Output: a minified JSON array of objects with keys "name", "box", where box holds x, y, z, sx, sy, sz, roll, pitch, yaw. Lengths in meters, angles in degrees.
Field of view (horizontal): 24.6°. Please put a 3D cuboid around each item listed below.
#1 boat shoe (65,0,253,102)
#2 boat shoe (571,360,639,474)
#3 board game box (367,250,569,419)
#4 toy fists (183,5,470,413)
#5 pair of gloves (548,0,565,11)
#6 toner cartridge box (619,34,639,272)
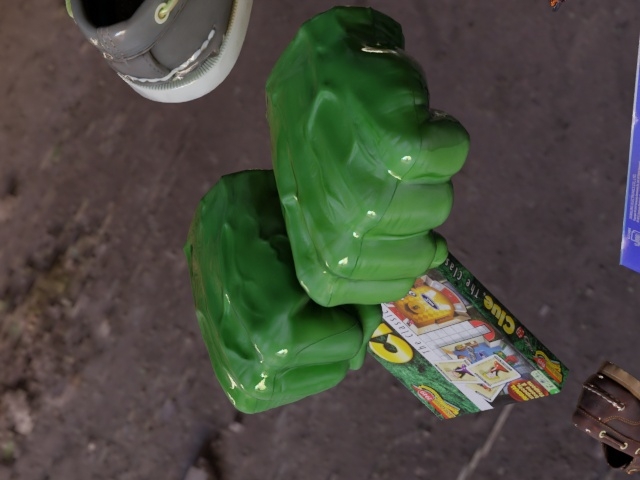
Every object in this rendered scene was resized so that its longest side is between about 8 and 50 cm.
[{"name":"boat shoe","box":[-0.080,-0.235,0.826,0.109,0.091,0.305,2,79,20]},{"name":"boat shoe","box":[0.292,0.183,1.397,0.073,0.207,0.073,26,80,42]},{"name":"board game box","box":[0.064,0.046,1.160,0.136,0.259,0.030,-20,34,48]},{"name":"toy fists","box":[0.000,0.000,0.875,0.279,0.096,0.142,-55,37,45]},{"name":"pair of gloves","box":[0.157,-0.180,0.899,0.074,0.010,0.083,-74,3,-79]},{"name":"toner cartridge box","box":[0.404,-0.129,1.578,0.075,0.348,0.165,26,51,29]}]
